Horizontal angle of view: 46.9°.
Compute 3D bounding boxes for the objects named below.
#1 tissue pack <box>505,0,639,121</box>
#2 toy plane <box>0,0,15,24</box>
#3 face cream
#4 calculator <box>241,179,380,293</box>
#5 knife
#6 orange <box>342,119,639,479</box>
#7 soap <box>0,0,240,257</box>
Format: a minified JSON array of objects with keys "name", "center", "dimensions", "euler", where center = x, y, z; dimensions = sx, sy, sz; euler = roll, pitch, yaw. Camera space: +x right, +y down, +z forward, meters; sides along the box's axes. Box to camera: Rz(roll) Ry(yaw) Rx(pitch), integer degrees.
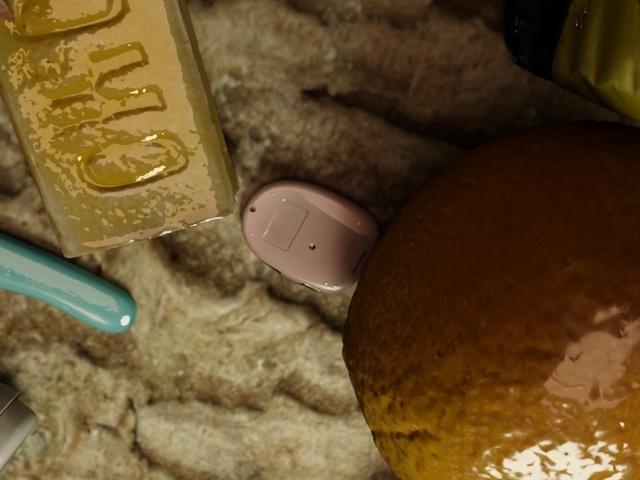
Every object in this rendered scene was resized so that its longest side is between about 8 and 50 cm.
[{"name":"tissue pack","center":[0.315,-0.210,0.498],"dimensions":[0.264,0.416,0.253],"euler":[-6,113,-5]},{"name":"toy plane","center":[-0.357,-0.205,0.496],"dimensions":[0.326,0.104,0.223],"euler":[22,77,-12]},{"name":"face cream","center":[-0.351,0.189,0.728],"dimensions":[0.104,0.117,0.117],"euler":[37,102,-7]},{"name":"calculator","center":[0.000,0.000,0.743],"dimensions":[0.165,0.024,0.103],"euler":[26,105,-13]},{"name":"knife","center":[-0.286,0.036,0.725],"dimensions":[0.222,0.031,0.064],"euler":[25,101,-17]},{"name":"orange","center":[0.190,0.073,0.641],"dimensions":[0.357,0.322,0.322],"euler":[-33,110,18]},{"name":"soap","center":[-0.187,-0.137,0.643],"dimensions":[0.173,0.089,0.274],"euler":[-15,111,-2]}]
